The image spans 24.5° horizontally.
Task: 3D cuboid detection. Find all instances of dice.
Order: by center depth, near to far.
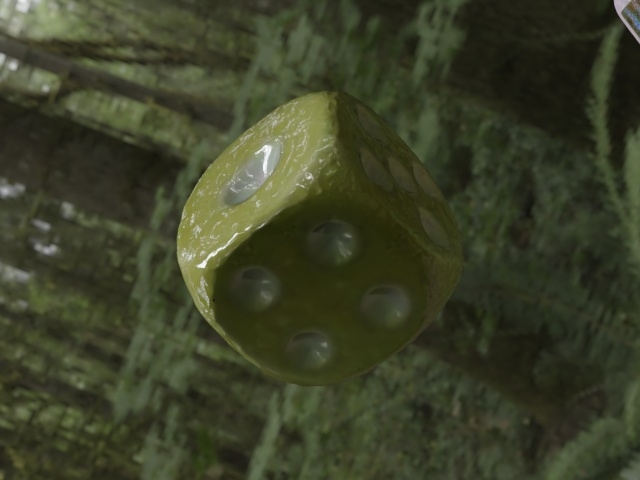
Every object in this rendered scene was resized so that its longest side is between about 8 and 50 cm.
[{"bbox_3d":[0.000,0.000,1.605,0.238,0.233,0.227,-37,26,22],"label":"dice"}]

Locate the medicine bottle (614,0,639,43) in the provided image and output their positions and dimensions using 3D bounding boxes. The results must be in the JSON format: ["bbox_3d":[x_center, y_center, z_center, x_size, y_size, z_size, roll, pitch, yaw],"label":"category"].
[{"bbox_3d":[0.504,-0.341,2.179,0.078,0.219,0.115,-30,-10,-31],"label":"medicine bottle"}]
